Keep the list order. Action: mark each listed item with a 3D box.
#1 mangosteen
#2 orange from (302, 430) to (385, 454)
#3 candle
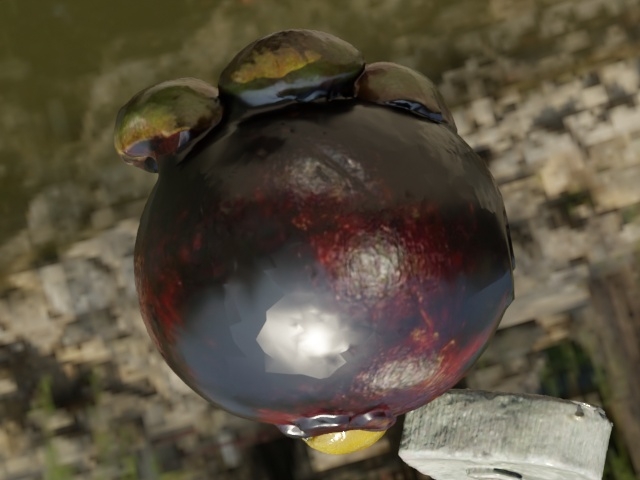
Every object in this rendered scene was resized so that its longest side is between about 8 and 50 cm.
[{"bbox_3d":[0.000,0.000,0.857,0.210,0.209,0.210,-15,172,-2],"label":"mangosteen"},{"bbox_3d":[0.021,0.147,1.478,0.095,0.085,0.085,-32,179,-24],"label":"orange"},{"bbox_3d":[0.150,0.174,1.448,0.169,0.068,0.192,16,159,-13],"label":"candle"}]
